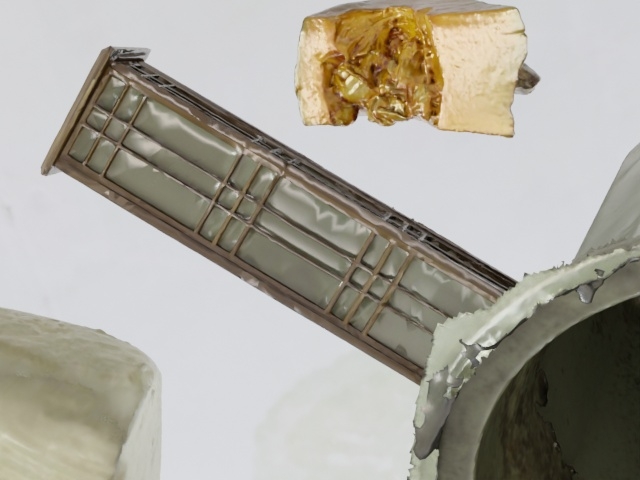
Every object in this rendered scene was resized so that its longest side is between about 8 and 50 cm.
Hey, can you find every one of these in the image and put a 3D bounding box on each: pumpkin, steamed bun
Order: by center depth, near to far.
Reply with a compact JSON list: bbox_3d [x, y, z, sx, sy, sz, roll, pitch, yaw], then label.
[{"bbox_3d":[-0.272,0.171,1.311,0.290,0.272,0.273,19,-69,-9],"label":"steamed bun"},{"bbox_3d":[0.105,-0.171,1.439,0.126,0.248,0.131,-21,-65,-56],"label":"pumpkin"}]

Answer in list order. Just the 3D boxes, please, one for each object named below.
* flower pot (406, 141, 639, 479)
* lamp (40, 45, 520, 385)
[{"bbox_3d":[0.204,0.055,0.673,0.259,0.290,0.290,-59,-25,-53],"label":"flower pot"},{"bbox_3d":[0.000,0.000,0.892,0.090,0.325,0.089,-59,-3,10],"label":"lamp"}]
